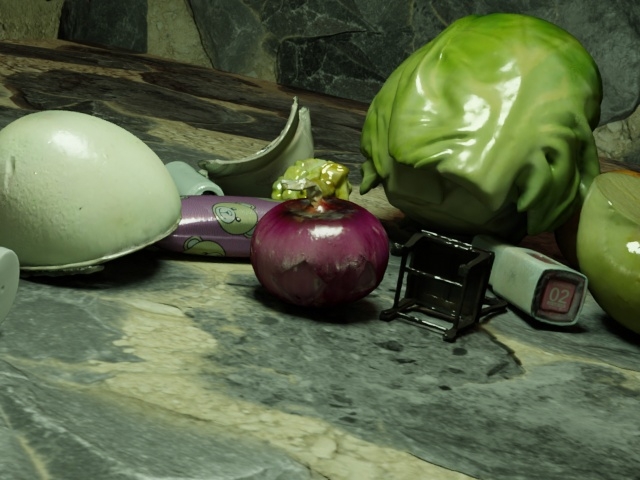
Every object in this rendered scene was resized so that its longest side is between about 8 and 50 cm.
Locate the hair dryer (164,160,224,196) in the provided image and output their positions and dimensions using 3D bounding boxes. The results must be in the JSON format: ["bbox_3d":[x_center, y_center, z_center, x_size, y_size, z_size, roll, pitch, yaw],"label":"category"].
[{"bbox_3d":[-0.273,-0.071,1.706,0.236,0.073,0.131,-1,19,-29],"label":"hair dryer"}]

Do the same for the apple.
[{"bbox_3d":[0.499,0.029,1.529,0.295,0.233,0.258,9,-5,40],"label":"apple"}]

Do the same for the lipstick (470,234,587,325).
[{"bbox_3d":[0.285,0.050,1.605,0.079,0.077,0.253,11,8,-16],"label":"lipstick"}]

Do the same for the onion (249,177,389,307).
[{"bbox_3d":[0.000,0.010,1.413,0.177,0.153,0.177,20,3,-1],"label":"onion"}]

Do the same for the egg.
[{"bbox_3d":[-0.309,-0.084,1.415,0.264,0.174,0.286,6,21,19],"label":"egg"}]

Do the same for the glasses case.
[{"bbox_3d":[-0.111,-0.020,1.590,0.316,0.076,0.123,2,17,-27],"label":"glasses case"}]

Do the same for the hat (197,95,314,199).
[{"bbox_3d":[-0.076,-0.120,1.804,0.219,0.164,0.226,-34,19,-5],"label":"hat"}]

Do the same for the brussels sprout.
[{"bbox_3d":[0.260,-0.188,1.793,0.342,0.361,0.425,22,-9,-17],"label":"brussels sprout"}]

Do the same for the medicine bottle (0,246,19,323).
[{"bbox_3d":[-0.403,0.028,1.115,0.191,0.107,0.107,12,14,7],"label":"medicine bottle"}]

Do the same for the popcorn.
[{"bbox_3d":[-0.009,-0.068,1.774,0.126,0.126,0.145,7,-9,34],"label":"popcorn"}]

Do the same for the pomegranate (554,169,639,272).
[{"bbox_3d":[0.472,-0.019,1.810,0.191,0.191,0.191,10,14,-2],"label":"pomegranate"}]

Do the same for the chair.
[{"bbox_3d":[0.175,0.049,1.473,0.106,0.113,0.229,19,19,23],"label":"chair"}]
